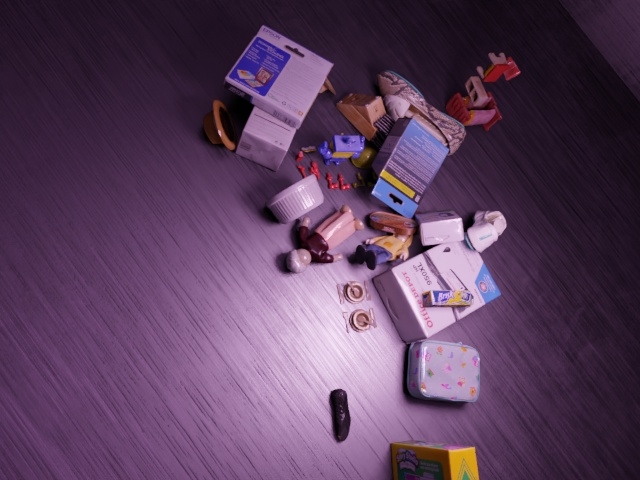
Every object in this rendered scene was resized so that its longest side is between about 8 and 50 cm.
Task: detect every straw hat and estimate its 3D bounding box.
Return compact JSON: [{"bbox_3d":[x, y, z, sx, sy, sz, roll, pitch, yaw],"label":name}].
[{"bbox_3d":[0.000,-0.656,2.092,0.061,0.144,0.144,-30,83,14],"label":"straw hat"}]

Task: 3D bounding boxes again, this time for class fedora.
[{"bbox_3d":[-0.376,-0.418,1.841,0.079,0.194,0.194,-16,76,13],"label":"fedora"}]

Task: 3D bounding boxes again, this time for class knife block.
[{"bbox_3d":[0.211,-0.481,2.093,0.088,0.276,0.242,-40,128,-22],"label":"knife block"}]

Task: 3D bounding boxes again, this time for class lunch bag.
[{"bbox_3d":[0.457,0.479,1.848,0.280,0.108,0.223,13,68,-23],"label":"lunch bag"}]

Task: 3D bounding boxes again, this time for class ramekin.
[{"bbox_3d":[-0.087,-0.143,1.814,0.207,0.207,0.108,-32,95,-27],"label":"ramekin"}]

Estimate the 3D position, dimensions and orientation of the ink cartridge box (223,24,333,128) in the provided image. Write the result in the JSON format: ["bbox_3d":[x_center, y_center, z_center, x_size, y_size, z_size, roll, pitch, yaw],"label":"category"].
[{"bbox_3d":[-0.147,-0.599,1.822,0.304,0.072,0.307,28,61,-5],"label":"ink cartridge box"}]

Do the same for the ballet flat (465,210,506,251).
[{"bbox_3d":[0.681,-0.052,2.007,0.139,0.139,0.400,54,28,3],"label":"ballet flat"}]

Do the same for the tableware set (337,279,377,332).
[{"bbox_3d":[0.145,0.242,1.857,0.129,0.039,0.194,-6,74,-23],"label":"tableware set"}]

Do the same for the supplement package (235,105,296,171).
[{"bbox_3d":[-0.178,-0.446,1.889,0.176,0.177,0.292,24,65,-10],"label":"supplement package"}]

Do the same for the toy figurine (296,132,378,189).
[{"bbox_3d":[0.111,-0.324,1.938,0.363,0.217,0.191,-2,73,-21],"label":"toy figurine"}]

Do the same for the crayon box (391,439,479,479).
[{"bbox_3d":[0.358,0.804,1.567,0.106,0.363,0.312,5,71,-20],"label":"crayon box"}]

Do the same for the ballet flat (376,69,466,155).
[{"bbox_3d":[0.416,-0.536,2.169,0.483,0.164,0.181,34,73,-11],"label":"ballet flat"}]

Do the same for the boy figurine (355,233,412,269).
[{"bbox_3d":[0.268,0.027,1.919,0.285,0.092,0.177,-23,39,-38],"label":"boy figurine"}]

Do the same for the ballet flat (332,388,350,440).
[{"bbox_3d":[0.070,0.596,1.715,0.058,0.049,0.172,12,71,-47],"label":"ballet flat"}]

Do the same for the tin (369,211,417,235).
[{"bbox_3d":[0.284,-0.067,1.962,0.190,0.040,0.106,16,35,20],"label":"tin"}]

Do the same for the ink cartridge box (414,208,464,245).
[{"bbox_3d":[0.458,-0.054,1.950,0.155,0.212,0.093,-8,104,7],"label":"ink cartridge box"}]

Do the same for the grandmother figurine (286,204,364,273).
[{"bbox_3d":[0.000,0.000,1.854,0.208,0.104,0.342,44,60,8],"label":"grandmother figurine"}]

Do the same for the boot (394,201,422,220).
[{"bbox_3d":[0.366,-0.099,2.063,0.114,0.037,0.106,38,65,-10],"label":"boot"}]

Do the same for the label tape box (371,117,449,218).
[{"bbox_3d":[0.334,-0.284,2.000,0.241,0.106,0.333,31,88,-31],"label":"label tape box"}]

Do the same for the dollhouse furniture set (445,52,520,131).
[{"bbox_3d":[0.741,-0.640,2.202,0.202,0.374,0.152,-9,71,-22],"label":"dollhouse furniture set"}]

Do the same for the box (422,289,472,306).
[{"bbox_3d":[0.453,0.209,1.789,0.169,0.059,0.054,2,72,-20],"label":"box"}]

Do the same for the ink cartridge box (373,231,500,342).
[{"bbox_3d":[0.446,0.178,1.923,0.395,0.166,0.285,-23,82,-26],"label":"ink cartridge box"}]
